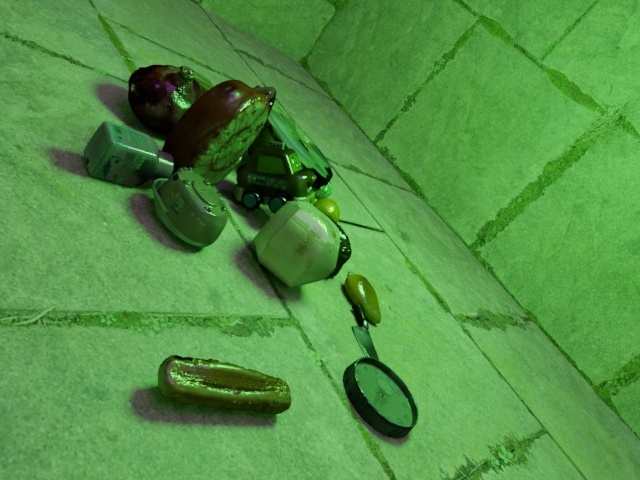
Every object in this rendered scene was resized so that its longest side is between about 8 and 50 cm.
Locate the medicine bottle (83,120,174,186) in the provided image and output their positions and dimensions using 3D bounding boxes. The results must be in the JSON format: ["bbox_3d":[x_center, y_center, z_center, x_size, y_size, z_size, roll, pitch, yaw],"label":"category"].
[{"bbox_3d":[-0.457,-0.199,1.338,0.188,0.119,0.094,14,39,-49],"label":"medicine bottle"}]

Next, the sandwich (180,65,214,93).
[{"bbox_3d":[-0.425,-0.478,1.850,0.117,0.144,0.187,46,13,16],"label":"sandwich"}]

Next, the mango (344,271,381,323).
[{"bbox_3d":[0.133,0.173,1.697,0.101,0.066,0.187,12,43,-49],"label":"mango"}]

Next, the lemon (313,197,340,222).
[{"bbox_3d":[0.015,-0.093,1.939,0.109,0.109,0.133,32,30,-21],"label":"lemon"}]

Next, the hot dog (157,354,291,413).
[{"bbox_3d":[-0.169,0.269,1.007,0.289,0.068,0.083,27,49,-42],"label":"hot dog"}]

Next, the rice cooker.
[{"bbox_3d":[-0.316,-0.082,1.345,0.206,0.127,0.145,56,24,13],"label":"rice cooker"}]

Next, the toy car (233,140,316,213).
[{"bbox_3d":[-0.134,-0.200,1.679,0.247,0.198,0.204,11,19,11],"label":"toy car"}]

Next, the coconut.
[{"bbox_3d":[-0.052,0.013,1.495,0.241,0.241,0.241,34,23,-17],"label":"coconut"}]

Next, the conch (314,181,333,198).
[{"bbox_3d":[-0.010,-0.224,2.205,0.106,0.079,0.170,38,6,-25],"label":"conch"}]

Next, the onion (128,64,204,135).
[{"bbox_3d":[-0.453,-0.440,1.675,0.252,0.219,0.252,29,35,-23],"label":"onion"}]

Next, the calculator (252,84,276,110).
[{"bbox_3d":[-0.262,-0.396,1.809,0.048,0.220,0.330,56,46,-44],"label":"calculator"}]

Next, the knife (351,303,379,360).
[{"bbox_3d":[0.119,0.266,1.555,0.060,0.028,0.230,15,35,-26],"label":"knife"}]

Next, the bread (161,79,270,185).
[{"bbox_3d":[-0.285,-0.282,1.504,0.114,0.328,0.295,46,25,6],"label":"bread"}]

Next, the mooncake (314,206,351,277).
[{"bbox_3d":[0.000,0.000,1.719,0.228,0.124,0.228,36,21,-16],"label":"mooncake"}]

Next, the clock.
[{"bbox_3d":[0.151,0.380,1.356,0.215,0.042,0.215,35,23,-17],"label":"clock"}]

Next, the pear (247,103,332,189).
[{"bbox_3d":[-0.135,-0.307,1.987,0.399,0.165,0.399,46,18,-20],"label":"pear"}]
